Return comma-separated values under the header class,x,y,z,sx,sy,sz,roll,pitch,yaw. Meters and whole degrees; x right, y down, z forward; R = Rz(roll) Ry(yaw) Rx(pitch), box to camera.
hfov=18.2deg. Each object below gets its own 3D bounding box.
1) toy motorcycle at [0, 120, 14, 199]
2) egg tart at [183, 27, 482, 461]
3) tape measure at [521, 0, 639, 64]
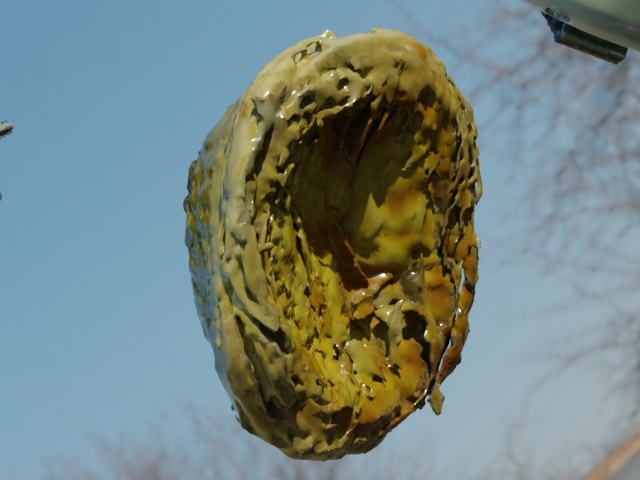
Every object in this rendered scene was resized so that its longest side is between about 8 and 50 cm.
class,x,y,z,sx,sy,sz,roll,pitch,yaw
toy motorcycle,-0.317,-0.030,1.363,0.187,0.125,0.274,-27,5,-30
egg tart,0.000,0.000,1.095,0.232,0.098,0.252,-51,-48,-27
tape measure,0.203,-0.229,1.584,0.125,0.243,0.246,-65,21,18
